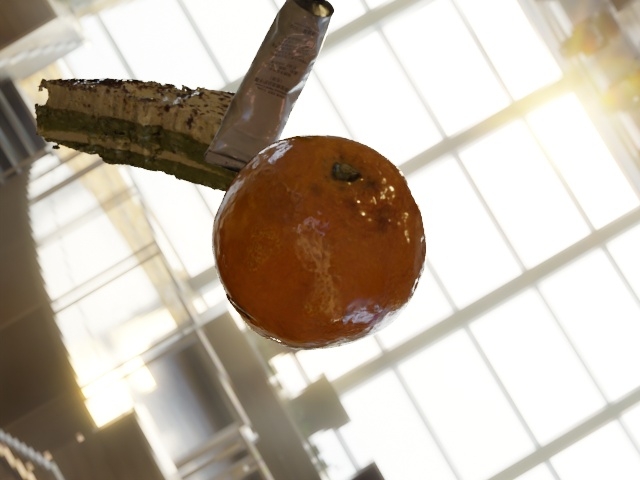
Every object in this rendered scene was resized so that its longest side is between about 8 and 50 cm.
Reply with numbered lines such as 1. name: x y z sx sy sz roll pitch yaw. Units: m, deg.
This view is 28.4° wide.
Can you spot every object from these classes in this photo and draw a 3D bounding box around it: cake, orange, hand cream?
1. cake: -0.094 -0.068 0.740 0.055 0.140 0.051 -71 175 -60
2. orange: 0.000 0.001 0.474 0.083 0.083 0.083 60 0 0
3. hand cream: -0.018 -0.065 0.519 0.030 0.093 0.019 13 38 -23
